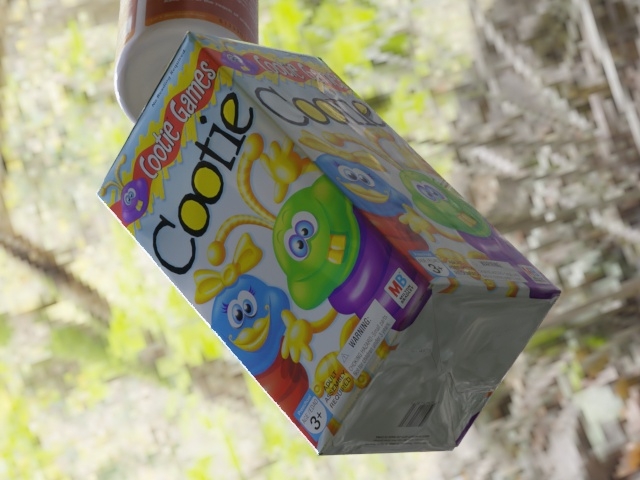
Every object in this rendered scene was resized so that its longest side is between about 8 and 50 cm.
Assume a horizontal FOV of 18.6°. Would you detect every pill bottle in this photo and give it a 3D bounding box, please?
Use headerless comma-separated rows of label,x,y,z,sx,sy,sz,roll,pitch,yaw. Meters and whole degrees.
pill bottle,-0.112,-0.189,1.676,0.216,0.121,0.121,-92,6,-51

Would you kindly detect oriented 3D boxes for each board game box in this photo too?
board game box,0.000,0.000,1.314,0.275,0.144,0.142,46,116,33
